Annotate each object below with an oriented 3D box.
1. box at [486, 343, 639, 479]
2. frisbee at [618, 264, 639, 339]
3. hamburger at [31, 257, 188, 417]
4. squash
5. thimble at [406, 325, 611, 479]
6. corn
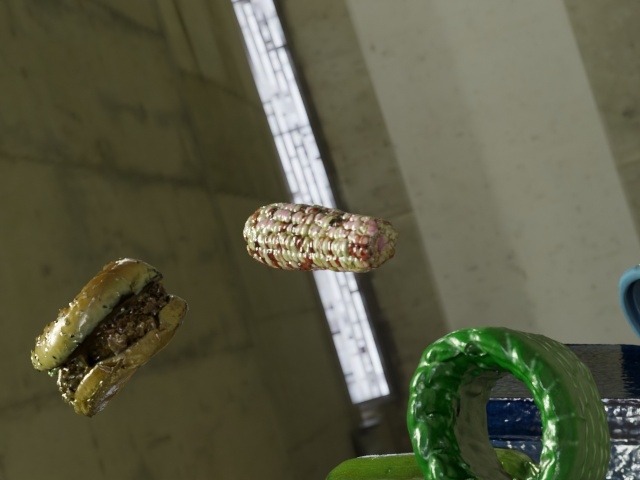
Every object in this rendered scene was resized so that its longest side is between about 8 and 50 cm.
[{"bbox_3d":[0.293,0.208,1.758,0.261,0.278,0.116,-40,-50,-73],"label":"box"},{"bbox_3d":[0.523,0.128,1.893,0.289,0.049,0.289,41,163,15],"label":"frisbee"},{"bbox_3d":[-0.235,0.099,1.551,0.113,0.177,0.185,39,175,-9],"label":"hamburger"},{"bbox_3d":[0.124,0.270,1.514,0.101,0.378,0.101,10,-107,-34],"label":"squash"},{"bbox_3d":[0.122,0.120,0.907,0.090,0.118,0.130,14,-106,-57],"label":"thimble"},{"bbox_3d":[0.000,0.000,1.830,0.280,0.092,0.092,8,125,53],"label":"corn"}]
